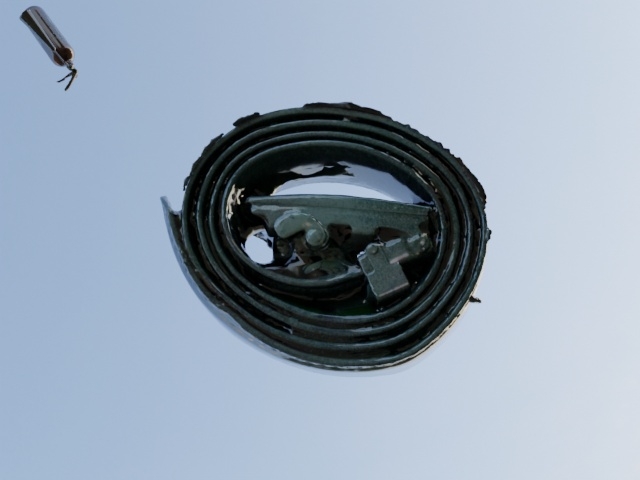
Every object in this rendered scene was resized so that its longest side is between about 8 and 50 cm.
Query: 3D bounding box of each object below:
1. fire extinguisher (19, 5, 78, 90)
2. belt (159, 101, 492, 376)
[{"bbox_3d":[-0.270,-0.200,0.859,0.032,0.100,0.046,-31,-22,-18],"label":"fire extinguisher"},{"bbox_3d":[0.000,0.000,0.693,0.268,0.116,0.206,15,-104,8],"label":"belt"}]
